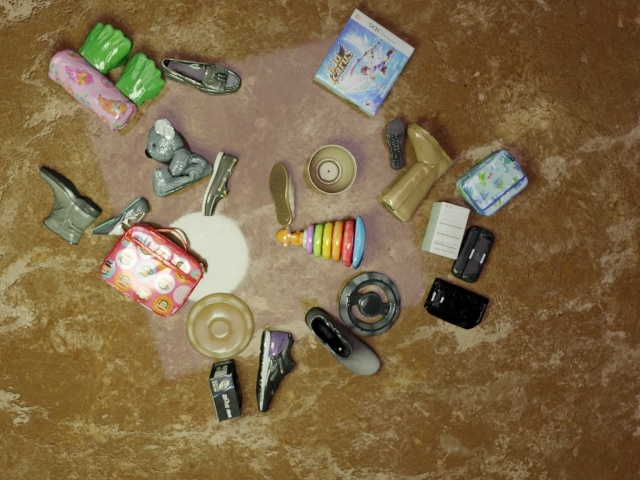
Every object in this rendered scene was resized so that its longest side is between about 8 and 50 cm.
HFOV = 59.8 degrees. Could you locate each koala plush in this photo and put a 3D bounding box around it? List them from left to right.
[{"bbox_3d":[-0.480,-0.280,1.797,0.203,0.196,0.221,-27,96,-16],"label":"koala plush"}]

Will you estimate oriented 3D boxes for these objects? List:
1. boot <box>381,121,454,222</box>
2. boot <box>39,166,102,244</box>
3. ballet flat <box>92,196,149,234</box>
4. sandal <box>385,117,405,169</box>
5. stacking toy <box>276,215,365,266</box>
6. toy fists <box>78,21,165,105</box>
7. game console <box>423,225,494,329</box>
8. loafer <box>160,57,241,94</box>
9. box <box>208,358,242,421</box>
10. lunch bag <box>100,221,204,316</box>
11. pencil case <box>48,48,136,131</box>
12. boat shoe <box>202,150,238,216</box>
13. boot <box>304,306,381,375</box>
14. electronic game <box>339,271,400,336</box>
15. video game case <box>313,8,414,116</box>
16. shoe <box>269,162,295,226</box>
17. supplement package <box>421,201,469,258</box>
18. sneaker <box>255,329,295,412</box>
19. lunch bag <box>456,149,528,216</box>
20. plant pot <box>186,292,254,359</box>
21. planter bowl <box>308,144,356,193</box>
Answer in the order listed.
[{"bbox_3d":[0.309,-0.234,1.920,0.236,0.089,0.269,43,89,-18],"label":"boot"},{"bbox_3d":[-0.854,-0.110,1.812,0.246,0.083,0.161,43,94,-6],"label":"boot"},{"bbox_3d":[-0.654,-0.062,1.841,0.203,0.074,0.074,-36,97,-6],"label":"ballet flat"},{"bbox_3d":[0.262,-0.338,1.949,0.067,0.040,0.179,-6,109,-1],"label":"sandal"},{"bbox_3d":[0.000,0.000,1.892,0.301,0.166,0.175,4,83,4],"label":"stacking toy"},{"bbox_3d":[-0.632,-0.575,1.800,0.279,0.096,0.142,43,98,-9],"label":"toy fists"},{"bbox_3d":[0.532,0.130,2.005,0.213,0.044,0.362,23,91,-9],"label":"game console"},{"bbox_3d":[-0.395,-0.544,1.831,0.267,0.084,0.096,10,92,-7],"label":"loafer"},{"bbox_3d":[-0.314,0.496,1.858,0.077,0.180,0.148,-12,95,-6],"label":"box"},{"bbox_3d":[-0.539,0.082,1.831,0.293,0.120,0.258,36,88,-16],"label":"lunch bag"},{"bbox_3d":[-0.733,-0.482,1.784,0.284,0.124,0.124,40,88,-7],"label":"pencil case"},{"bbox_3d":[-0.337,-0.183,1.863,0.068,0.081,0.228,17,89,-3],"label":"boat shoe"},{"bbox_3d":[0.079,0.367,1.874,0.338,0.222,0.118,38,88,-7],"label":"boot"},{"bbox_3d":[0.175,0.226,1.965,0.229,0.048,0.230,-1,95,-15],"label":"electronic game"},{"bbox_3d":[0.148,-0.605,1.904,0.244,0.061,0.270,31,90,-7],"label":"video game case"},{"bbox_3d":[-0.127,-0.157,1.907,0.076,0.058,0.219,-6,90,25],"label":"shoe"},{"bbox_3d":[0.437,-0.036,1.950,0.105,0.105,0.180,15,92,-7],"label":"supplement package"},{"bbox_3d":[-0.150,0.455,1.917,0.124,0.107,0.284,7,93,-13],"label":"sneaker"},{"bbox_3d":[0.611,-0.202,1.971,0.219,0.090,0.176,-37,100,-2],"label":"lunch bag"},{"bbox_3d":[-0.346,0.299,1.917,0.236,0.032,0.237,0,93,-6],"label":"plant pot"},{"bbox_3d":[0.034,-0.238,1.889,0.161,0.109,0.162,-1,94,-7],"label":"planter bowl"}]
